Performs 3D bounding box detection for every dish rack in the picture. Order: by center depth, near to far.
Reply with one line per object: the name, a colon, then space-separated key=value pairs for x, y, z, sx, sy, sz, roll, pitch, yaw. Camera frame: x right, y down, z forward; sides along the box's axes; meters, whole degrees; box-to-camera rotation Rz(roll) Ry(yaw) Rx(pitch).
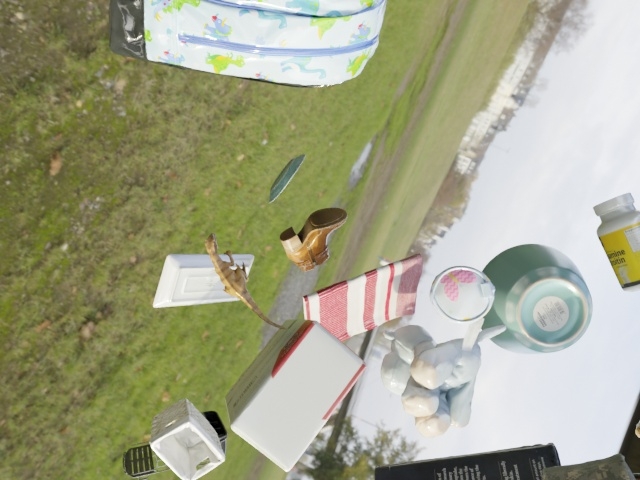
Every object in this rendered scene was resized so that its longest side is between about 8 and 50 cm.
dish rack: x=-0.399 y=0.558 z=1.491 sx=0.208 sy=0.272 sz=0.074 roll=-176 pitch=-100 yaw=-70

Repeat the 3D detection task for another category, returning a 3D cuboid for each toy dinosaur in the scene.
toy dinosaur: x=-0.148 y=0.086 z=0.980 sx=0.064 sy=0.211 sz=0.112 roll=-39 pitch=-176 yaw=-2

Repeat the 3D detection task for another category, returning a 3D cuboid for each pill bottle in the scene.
pill bottle: x=0.619 y=0.003 z=1.089 sx=0.103 sy=0.103 sz=0.184 roll=70 pitch=0 yaw=-80

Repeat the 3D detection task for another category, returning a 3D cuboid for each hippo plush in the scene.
hippo plush: x=0.233 y=0.281 z=1.281 sx=0.234 sy=0.236 sz=0.294 roll=20 pitch=89 yaw=-40

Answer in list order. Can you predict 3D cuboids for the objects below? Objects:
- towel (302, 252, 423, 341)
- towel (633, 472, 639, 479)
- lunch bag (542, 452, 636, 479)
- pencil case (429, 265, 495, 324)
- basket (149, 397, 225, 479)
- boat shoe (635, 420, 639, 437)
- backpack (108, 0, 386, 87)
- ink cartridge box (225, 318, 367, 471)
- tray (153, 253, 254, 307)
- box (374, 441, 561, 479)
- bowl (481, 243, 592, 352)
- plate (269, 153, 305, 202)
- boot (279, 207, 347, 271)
towel: x=0.115 y=0.168 z=1.433 sx=0.329 sy=0.037 sz=0.237 roll=-19 pitch=138 yaw=-15
towel: x=0.921 y=0.633 z=1.288 sx=0.271 sy=0.370 sz=0.040 roll=-34 pitch=-155 yaw=47
lunch bag: x=0.506 y=0.546 z=0.902 sx=0.169 sy=0.287 sz=0.235 roll=-23 pitch=-152 yaw=24
pencil case: x=0.295 y=0.116 z=1.144 sx=0.273 sy=0.124 sz=0.113 roll=25 pitch=69 yaw=-74
basket: x=-0.325 y=0.483 z=1.329 sx=0.113 sy=0.167 sz=0.103 roll=-31 pitch=-150 yaw=-3
boat shoe: x=0.901 y=0.415 z=1.375 sx=0.096 sy=0.098 sz=0.277 roll=-51 pitch=169 yaw=-40
backpack: x=-0.080 y=-0.354 z=0.808 sx=0.290 sy=0.356 sz=0.273 roll=-73 pitch=-172 yaw=-50
ink cartridge box: x=-0.055 y=0.241 z=0.924 sx=0.197 sy=0.114 sz=0.273 roll=-51 pitch=-175 yaw=-13
tray: x=-0.283 y=0.104 z=1.385 sx=0.270 sy=0.030 sz=0.145 roll=2 pitch=113 yaw=-48
box: x=0.428 y=0.813 z=1.416 sx=0.297 sy=0.472 sz=0.480 roll=-77 pitch=149 yaw=-55
bowl: x=0.577 y=0.168 z=1.433 sx=0.163 sy=0.312 sz=0.311 roll=-84 pitch=-163 yaw=-86
plate: x=-0.111 y=-0.197 z=1.685 sx=0.188 sy=0.024 sz=0.188 roll=-51 pitch=-167 yaw=16
boot: x=0.000 y=0.000 z=1.480 sx=0.152 sy=0.197 sz=0.073 roll=59 pitch=11 yaw=-45
